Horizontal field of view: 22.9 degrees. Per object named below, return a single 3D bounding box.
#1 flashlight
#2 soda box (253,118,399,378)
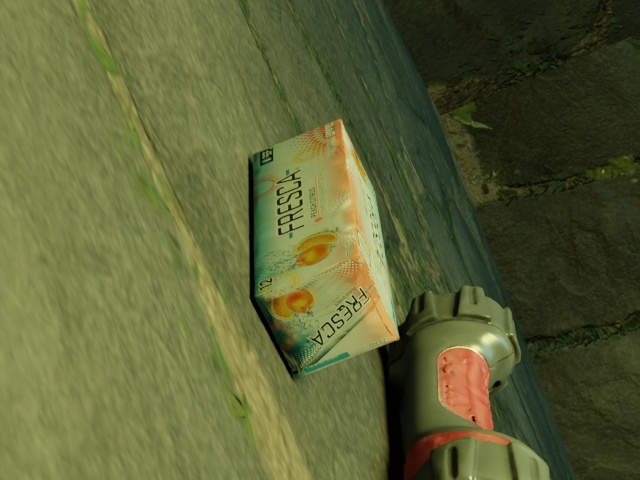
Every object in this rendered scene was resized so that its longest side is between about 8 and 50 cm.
[{"bbox_3d":[0.104,0.123,1.068,0.103,0.103,0.304,32,22,-9],"label":"flashlight"},{"bbox_3d":[0.000,0.000,0.893,0.183,0.063,0.058,-94,161,-63],"label":"soda box"}]
